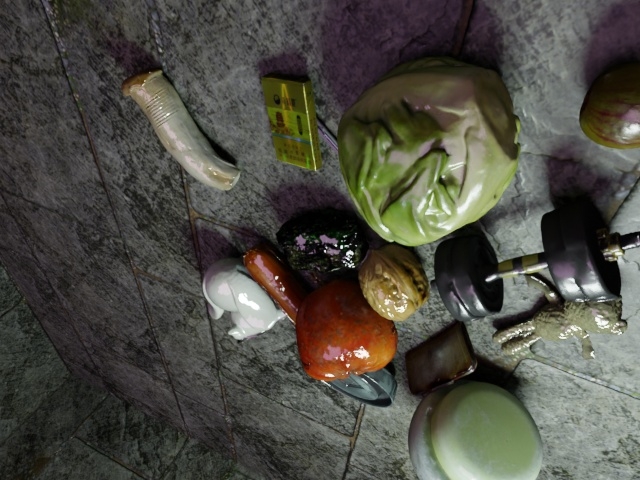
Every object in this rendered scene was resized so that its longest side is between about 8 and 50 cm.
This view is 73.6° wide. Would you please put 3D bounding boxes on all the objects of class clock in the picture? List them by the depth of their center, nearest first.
[{"bbox_3d":[0.095,0.426,1.361,0.313,0.061,0.312,23,149,15],"label":"clock"}]

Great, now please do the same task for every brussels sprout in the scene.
[{"bbox_3d":[0.177,-0.141,0.746,0.328,0.247,0.328,19,138,18],"label":"brussels sprout"}]

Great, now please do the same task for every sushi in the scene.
[{"bbox_3d":[0.000,0.000,1.054,0.225,0.124,0.127,-1,126,32],"label":"sushi"}]

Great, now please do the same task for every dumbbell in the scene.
[{"bbox_3d":[0.385,0.049,0.821,0.388,0.185,0.185,-21,113,41],"label":"dumbbell"}]

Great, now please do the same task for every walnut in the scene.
[{"bbox_3d":[0.170,0.095,1.016,0.155,0.155,0.184,-17,112,40],"label":"walnut"}]

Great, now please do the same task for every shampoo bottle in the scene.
[{"bbox_3d":[0.397,0.544,1.143,0.323,0.322,0.317,26,147,10],"label":"shampoo bottle"}]

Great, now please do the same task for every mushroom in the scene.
[{"bbox_3d":[-0.339,-0.264,1.060,0.123,0.095,0.351,-31,110,25],"label":"mushroom"}]

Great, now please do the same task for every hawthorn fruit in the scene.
[{"bbox_3d":[0.047,0.211,1.135,0.276,0.276,0.307,-38,68,45],"label":"hawthorn fruit"}]

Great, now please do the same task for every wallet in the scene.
[{"bbox_3d":[0.313,0.327,1.151,0.031,0.137,0.255,12,142,-23],"label":"wallet"}]

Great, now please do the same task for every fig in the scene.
[{"bbox_3d":[0.505,-0.181,0.616,0.237,0.124,0.124,12,133,6],"label":"fig"}]

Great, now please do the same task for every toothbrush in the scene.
[{"bbox_3d":[0.097,-0.132,0.954,0.354,0.024,0.029,47,134,-12],"label":"toothbrush"}]

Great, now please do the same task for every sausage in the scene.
[{"bbox_3d":[-0.098,0.143,1.258,0.102,0.102,0.330,-20,113,41],"label":"sausage"}]

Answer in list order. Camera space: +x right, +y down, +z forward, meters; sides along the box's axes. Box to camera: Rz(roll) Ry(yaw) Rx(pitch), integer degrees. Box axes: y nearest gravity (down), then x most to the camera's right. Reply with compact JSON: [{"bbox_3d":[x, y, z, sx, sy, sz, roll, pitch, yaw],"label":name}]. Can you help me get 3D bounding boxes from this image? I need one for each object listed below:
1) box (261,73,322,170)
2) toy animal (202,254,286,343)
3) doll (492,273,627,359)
[{"bbox_3d":[-0.059,-0.253,0.922,0.121,0.030,0.193,22,137,34],"label":"box"},{"bbox_3d":[-0.258,0.185,1.334,0.249,0.174,0.289,-23,114,41],"label":"toy animal"},{"bbox_3d":[0.514,0.186,0.933,0.202,0.091,0.285,46,135,39],"label":"doll"}]
